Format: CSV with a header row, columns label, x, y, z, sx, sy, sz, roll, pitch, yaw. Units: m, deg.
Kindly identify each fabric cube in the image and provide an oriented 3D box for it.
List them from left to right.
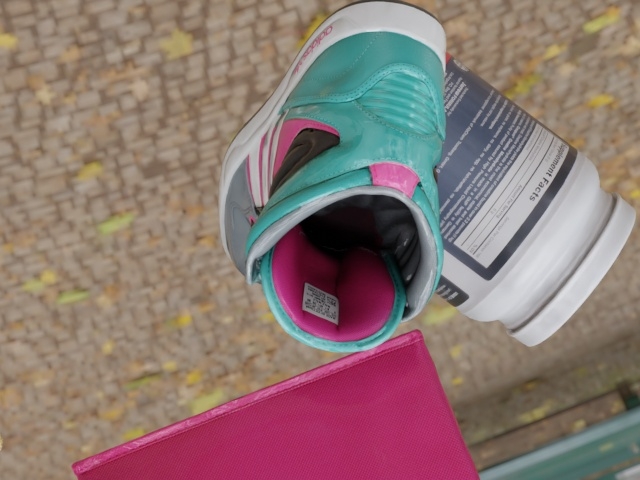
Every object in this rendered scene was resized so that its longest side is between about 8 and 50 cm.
label,x,y,z,sx,sy,sz,roll,pitch,yaw
fabric cube,0.006,0.253,0.983,0.254,0.258,0.259,-22,160,-2

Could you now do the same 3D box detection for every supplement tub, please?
label,x,y,z,sx,sy,sz,roll,pitch,yaw
supplement tub,0.140,-0.046,1.331,0.191,0.272,0.191,-53,-178,2

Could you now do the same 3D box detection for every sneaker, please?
label,x,y,z,sx,sy,sz,roll,pitch,yaw
sneaker,0.000,0.000,0.913,0.124,0.178,0.295,14,146,-13

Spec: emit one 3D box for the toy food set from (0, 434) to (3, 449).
label,x,y,z,sx,sy,sz,roll,pitch,yaw
toy food set,-0.427,0.235,1.688,0.083,0.020,0.083,-17,121,-25
